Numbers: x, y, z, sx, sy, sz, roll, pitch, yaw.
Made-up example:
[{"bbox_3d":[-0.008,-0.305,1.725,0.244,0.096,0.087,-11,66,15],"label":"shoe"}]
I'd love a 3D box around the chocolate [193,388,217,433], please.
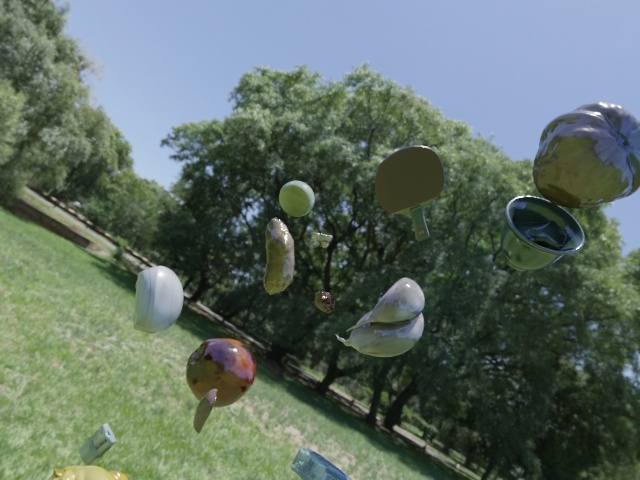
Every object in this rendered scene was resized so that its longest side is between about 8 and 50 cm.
[{"bbox_3d":[-0.277,0.400,1.051,0.031,0.101,0.064,23,23,-18],"label":"chocolate"}]

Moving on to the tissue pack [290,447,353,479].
[{"bbox_3d":[0.068,0.863,1.540,0.315,0.103,0.228,43,-24,-14],"label":"tissue pack"}]

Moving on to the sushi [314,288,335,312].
[{"bbox_3d":[0.017,0.210,1.552,0.052,0.055,0.120,-5,-33,30],"label":"sushi"}]

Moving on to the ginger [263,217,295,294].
[{"bbox_3d":[-0.101,0.038,1.079,0.095,0.190,0.068,-2,-6,41],"label":"ginger"}]

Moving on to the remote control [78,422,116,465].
[{"bbox_3d":[-0.636,0.583,1.263,0.065,0.166,0.029,55,30,15],"label":"remote control"}]

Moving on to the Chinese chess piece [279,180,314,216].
[{"bbox_3d":[-0.092,-0.164,1.750,0.144,0.058,0.144,9,-62,18],"label":"Chinese chess piece"}]

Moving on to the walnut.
[{"bbox_3d":[0.625,-0.193,1.046,0.248,0.248,0.248,27,-14,7],"label":"walnut"}]

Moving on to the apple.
[{"bbox_3d":[-0.333,0.426,1.478,0.229,0.230,0.230,27,-14,7],"label":"apple"}]

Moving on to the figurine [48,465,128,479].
[{"bbox_3d":[-0.336,0.376,0.604,0.156,0.131,0.246,36,-25,16],"label":"figurine"}]

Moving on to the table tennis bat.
[{"bbox_3d":[0.209,-0.096,1.000,0.021,0.154,0.274,-104,172,-46],"label":"table tennis bat"}]

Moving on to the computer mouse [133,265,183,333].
[{"bbox_3d":[-0.438,0.158,1.204,0.121,0.184,0.297,2,-15,-23],"label":"computer mouse"}]

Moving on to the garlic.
[{"bbox_3d":[0.229,0.269,1.589,0.246,0.339,0.232,47,-25,55],"label":"garlic"}]

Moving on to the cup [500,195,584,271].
[{"bbox_3d":[0.546,0.005,1.156,0.199,0.199,0.150,26,-42,12],"label":"cup"}]

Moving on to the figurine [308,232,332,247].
[{"bbox_3d":[0.000,0.000,1.623,0.083,0.051,0.047,11,3,-5],"label":"figurine"}]
